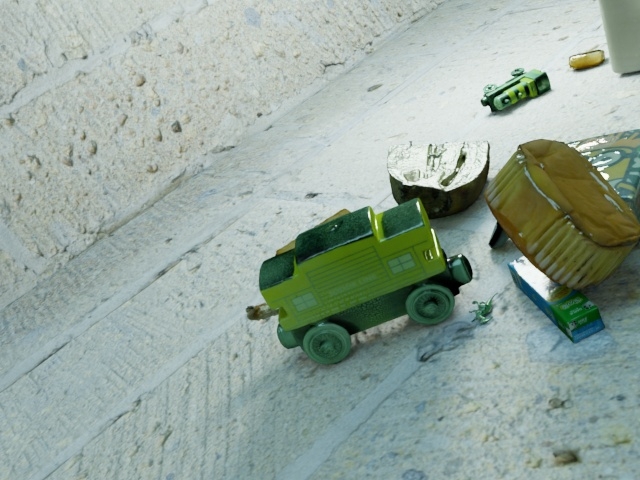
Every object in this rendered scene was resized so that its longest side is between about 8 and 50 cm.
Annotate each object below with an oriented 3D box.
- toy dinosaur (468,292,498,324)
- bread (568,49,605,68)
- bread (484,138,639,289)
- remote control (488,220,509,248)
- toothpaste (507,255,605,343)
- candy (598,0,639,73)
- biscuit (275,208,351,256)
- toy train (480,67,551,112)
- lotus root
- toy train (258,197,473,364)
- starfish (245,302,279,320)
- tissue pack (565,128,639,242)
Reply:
[{"bbox_3d":[0.332,0.135,1.549,0.083,0.021,0.062,-33,31,-3],"label":"toy dinosaur"},{"bbox_3d":[0.829,-0.564,2.423,0.106,0.053,0.072,-10,6,31],"label":"bread"},{"bbox_3d":[0.442,-0.044,1.448,0.204,0.156,0.288,-13,55,-37],"label":"bread"},{"bbox_3d":[0.422,-0.074,1.675,0.045,0.256,0.097,27,50,12],"label":"remote control"},{"bbox_3d":[0.439,0.100,1.468,0.065,0.050,0.267,-25,24,0],"label":"toothpaste"},{"bbox_3d":[0.890,-0.656,2.163,0.208,0.359,0.145,5,39,42],"label":"candy"},{"bbox_3d":[0.000,0.000,2.180,0.254,0.029,0.172,-32,24,-10],"label":"biscuit"},{"bbox_3d":[0.605,-0.471,2.434,0.200,0.083,0.132,-32,27,-8],"label":"toy train"},{"bbox_3d":[0.306,-0.140,2.002,0.267,0.149,0.260,-2,33,12],"label":"lotus root"},{"bbox_3d":[0.082,0.079,1.621,0.442,0.272,0.179,-22,26,13],"label":"toy train"},{"bbox_3d":[0.023,0.065,1.883,0.432,0.082,0.324,-25,10,0],"label":"starfish"},{"bbox_3d":[0.585,-0.108,1.640,0.228,0.128,0.311,-9,30,38],"label":"tissue pack"}]
